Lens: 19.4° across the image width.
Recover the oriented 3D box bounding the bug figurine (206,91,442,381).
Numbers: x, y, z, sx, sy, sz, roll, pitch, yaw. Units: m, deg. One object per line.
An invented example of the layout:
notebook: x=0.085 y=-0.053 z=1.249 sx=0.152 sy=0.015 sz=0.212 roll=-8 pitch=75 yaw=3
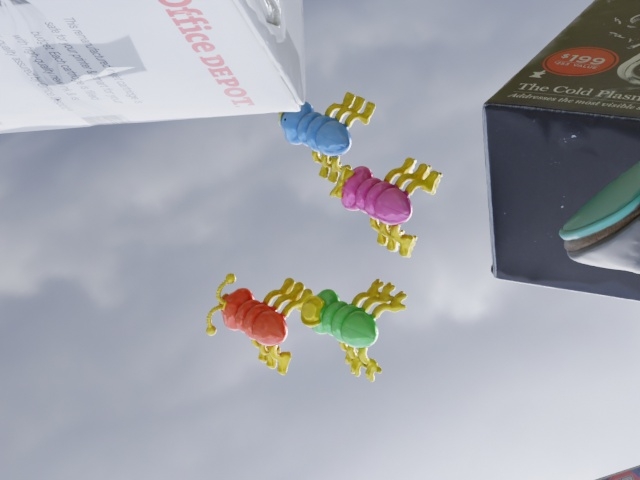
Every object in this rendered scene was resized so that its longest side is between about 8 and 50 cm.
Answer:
bug figurine: x=0.000 y=0.000 z=1.750 sx=0.072 sy=0.279 sz=0.216 roll=12 pitch=-173 yaw=-45

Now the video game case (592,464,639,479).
video game case: x=0.253 y=0.173 z=1.094 sx=0.166 sy=0.119 sz=0.015 roll=-17 pitch=160 yaw=-7

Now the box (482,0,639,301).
box: x=0.362 y=-0.086 z=1.658 sx=0.343 sy=0.179 sz=0.312 roll=8 pitch=-151 yaw=27

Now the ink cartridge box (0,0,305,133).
ink cartridge box: x=-0.167 y=-0.151 z=1.063 sx=0.289 sy=0.122 sz=0.211 roll=-3 pitch=162 yaw=12

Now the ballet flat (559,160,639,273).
ballet flat: x=0.239 y=-0.029 z=1.137 sx=0.095 sy=0.096 sz=0.280 roll=-43 pitch=176 yaw=-29
